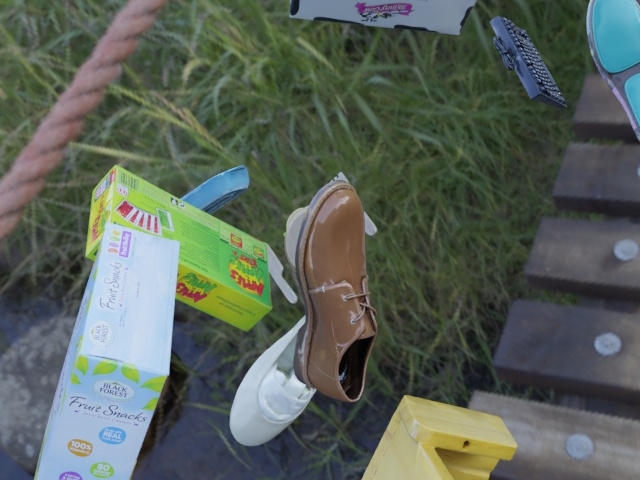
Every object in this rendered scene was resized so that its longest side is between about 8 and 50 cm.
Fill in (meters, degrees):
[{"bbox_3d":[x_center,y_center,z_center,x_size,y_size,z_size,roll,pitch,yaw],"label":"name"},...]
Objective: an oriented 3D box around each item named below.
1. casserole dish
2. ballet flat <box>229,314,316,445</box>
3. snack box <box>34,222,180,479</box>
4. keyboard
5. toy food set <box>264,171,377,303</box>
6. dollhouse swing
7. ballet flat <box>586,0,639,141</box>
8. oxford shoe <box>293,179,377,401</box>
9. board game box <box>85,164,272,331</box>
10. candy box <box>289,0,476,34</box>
[{"bbox_3d":[-0.201,-0.073,1.744,0.188,0.114,0.037,-30,85,29],"label":"casserole dish"},{"bbox_3d":[-0.024,0.150,1.202,0.086,0.086,0.248,30,83,40],"label":"ballet flat"},{"bbox_3d":[-0.172,0.119,0.777,0.174,0.070,0.207,-99,28,-58],"label":"snack box"},{"bbox_3d":[0.313,-0.278,1.510,0.023,0.108,0.180,-50,43,35],"label":"keyboard"},{"bbox_3d":[0.000,0.000,1.521,0.192,0.038,0.132,-40,70,20],"label":"toy food set"},{"bbox_3d":[0.195,0.477,1.536,0.305,0.315,0.346,40,109,56],"label":"dollhouse swing"},{"bbox_3d":[0.396,-0.214,1.248,0.077,0.079,0.221,-24,88,14],"label":"ballet flat"},{"bbox_3d":[0.025,0.049,0.896,0.076,0.212,0.076,-17,28,-36],"label":"oxford shoe"},{"bbox_3d":[-0.132,0.009,0.941,0.043,0.181,0.092,-43,35,29],"label":"board game box"},{"bbox_3d":[0.067,-0.265,0.782,0.159,0.233,0.071,5,65,-9],"label":"candy box"}]
